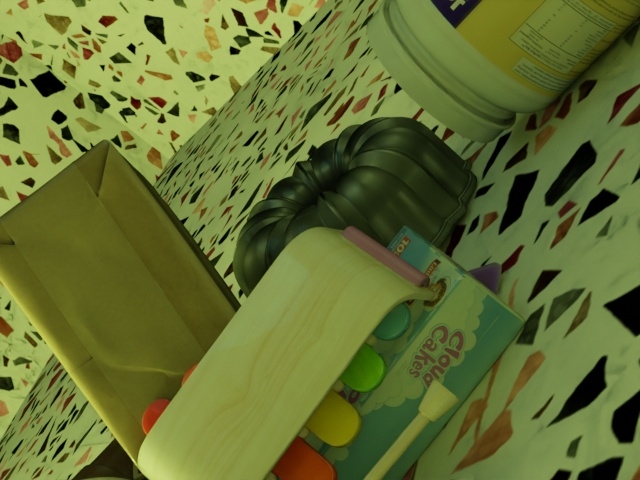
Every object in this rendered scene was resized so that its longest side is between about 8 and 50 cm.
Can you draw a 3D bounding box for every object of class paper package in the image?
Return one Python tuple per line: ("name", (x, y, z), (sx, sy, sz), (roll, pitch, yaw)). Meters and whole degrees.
("paper package", (-0.185, 0.073, 1.459), (0.168, 0.309, 0.325), (-37, -3, -3))

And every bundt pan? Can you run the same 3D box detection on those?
("bundt pan", (0.023, -0.030, 1.674), (0.331, 0.124, 0.331), (-37, 18, 14))

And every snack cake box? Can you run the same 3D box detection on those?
("snack cake box", (0.057, 0.132, 1.318), (0.264, 0.089, 0.152), (-52, 24, 3))

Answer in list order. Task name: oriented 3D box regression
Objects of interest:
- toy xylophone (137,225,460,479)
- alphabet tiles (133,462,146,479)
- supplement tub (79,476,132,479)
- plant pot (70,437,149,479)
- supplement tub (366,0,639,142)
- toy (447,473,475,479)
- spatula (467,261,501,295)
("toy xylophone", (-0.018, 0.147, 1.208), (0.323, 0.236, 0.081), (-46, -27, 2))
("alphabet tiles", (-0.119, 0.198, 1.630), (0.237, 0.009, 0.198), (-26, 29, 6))
("supplement tub", (-0.252, 0.381, 1.453), (0.325, 0.235, 0.235), (-33, 24, 54))
("plant pot", (-0.211, 0.298, 1.713), (0.165, 0.167, 0.167), (-52, 12, -31))
("supplement tub", (0.233, -0.294, 1.529), (0.331, 0.241, 0.241), (-46, 15, 25))
("toy", (0.037, 0.282, 1.140), (0.237, 0.056, 0.137), (-32, 21, 45))
("spatula", (0.084, 0.107, 1.460), (0.296, 0.030, 0.084), (-38, 28, 47))
